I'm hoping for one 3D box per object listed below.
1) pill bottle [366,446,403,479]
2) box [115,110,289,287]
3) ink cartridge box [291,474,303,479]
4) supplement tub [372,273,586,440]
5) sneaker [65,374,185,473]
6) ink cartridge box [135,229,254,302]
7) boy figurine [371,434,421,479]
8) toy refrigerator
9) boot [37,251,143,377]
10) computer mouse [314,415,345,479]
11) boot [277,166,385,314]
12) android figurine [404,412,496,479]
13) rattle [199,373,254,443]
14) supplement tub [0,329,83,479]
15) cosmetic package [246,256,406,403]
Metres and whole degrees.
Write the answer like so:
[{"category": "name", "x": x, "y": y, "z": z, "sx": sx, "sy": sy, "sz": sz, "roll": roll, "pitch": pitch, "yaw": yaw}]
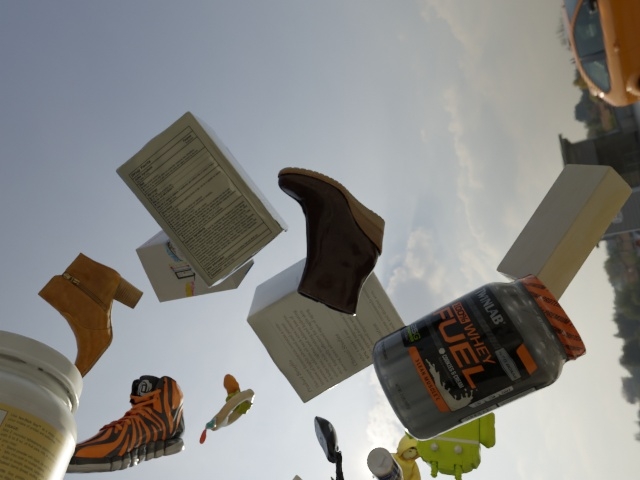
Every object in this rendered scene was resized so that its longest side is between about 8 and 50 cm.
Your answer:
[{"category": "pill bottle", "x": 0.164, "y": 0.572, "z": 1.011, "sx": 0.120, "sy": 0.067, "sz": 0.067, "roll": 60, "pitch": -141, "yaw": -34}, {"category": "box", "x": -0.181, "y": -0.064, "z": 0.669, "sx": 0.232, "sy": 0.149, "sz": 0.127, "roll": 53, "pitch": -176, "yaw": -2}, {"category": "ink cartridge box", "x": -0.038, "y": 0.793, "z": 1.133, "sx": 0.148, "sy": 0.203, "sz": 0.086, "roll": -44, "pitch": -29, "yaw": -29}, {"category": "supplement tub", "x": 0.268, "y": 0.200, "z": 0.720, "sx": 0.193, "sy": 0.316, "sz": 0.193, "roll": 54, "pitch": -167, "yaw": -19}, {"category": "sneaker", "x": -0.423, "y": 0.392, "z": 0.893, "sx": 0.321, "sy": 0.125, "sz": 0.180, "roll": 40, "pitch": -137, "yaw": -65}, {"category": "ink cartridge box", "x": -0.333, "y": 0.043, "z": 1.110, "sx": 0.171, "sy": 0.233, "sz": 0.168, "roll": -71, "pitch": -33, "yaw": -67}, {"category": "boy figurine", "x": 0.267, "y": 0.786, "z": 1.360, "sx": 0.177, "sy": 0.092, "sz": 0.285, "roll": 26, "pitch": -90, "yaw": -8}, {"category": "toy refrigerator", "x": 0.493, "y": -0.016, "z": 0.827, "sx": 0.094, "sy": 0.102, "sz": 0.269, "roll": 33, "pitch": -89, "yaw": -21}, {"category": "boot", "x": -0.629, "y": 0.197, "z": 1.049, "sx": 0.211, "sy": 0.104, "sz": 0.295, "roll": 35, "pitch": -113, "yaw": -21}, {"category": "computer mouse", "x": 0.044, "y": 0.739, "z": 1.408, "sx": 0.060, "sy": 0.262, "sz": 0.184, "roll": -8, "pitch": -80, "yaw": -17}, {"category": "boot", "x": 0.000, "y": 0.000, "z": 0.747, "sx": 0.248, "sy": 0.090, "sz": 0.206, "roll": 29, "pitch": -111, "yaw": -15}, {"category": "android figurine", "x": 0.364, "y": 0.534, "z": 1.150, "sx": 0.056, "sy": 0.248, "sz": 0.273, "roll": 64, "pitch": -145, "yaw": -33}, {"category": "rattle", "x": -0.303, "y": 0.481, "z": 1.194, "sx": 0.200, "sy": 0.130, "sz": 0.142, "roll": -20, "pitch": -114, "yaw": -45}, {"category": "supplement tub", "x": -0.418, "y": 0.285, "z": 0.423, "sx": 0.241, "sy": 0.241, "sz": 0.331, "roll": 45, "pitch": -158, "yaw": -33}, {"category": "cosmetic package", "x": 0.021, "y": 0.231, "z": 1.330, "sx": 0.329, "sy": 0.394, "sz": 0.327, "roll": 59, "pitch": -178, "yaw": -12}]
